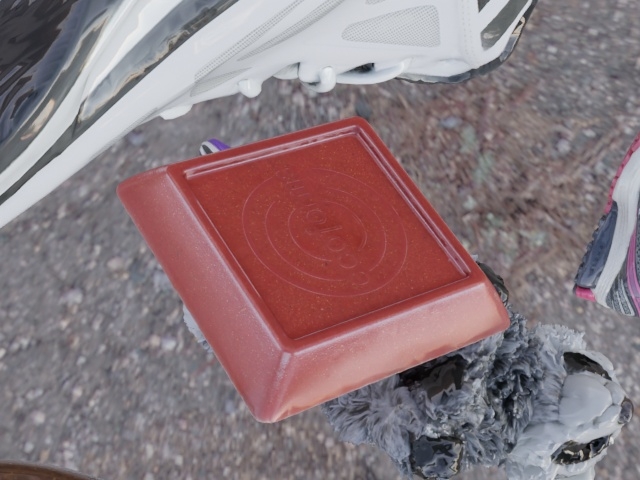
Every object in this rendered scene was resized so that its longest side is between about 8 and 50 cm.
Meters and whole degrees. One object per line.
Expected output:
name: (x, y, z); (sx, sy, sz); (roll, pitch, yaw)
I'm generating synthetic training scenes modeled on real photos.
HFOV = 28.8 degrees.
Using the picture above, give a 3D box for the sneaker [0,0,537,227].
sneaker: (-0.055, -0.083, 0.588); (0.447, 0.257, 0.169); (-35, 58, 20)

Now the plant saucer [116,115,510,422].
plant saucer: (0.000, 0.000, 1.041); (0.259, 0.258, 0.047); (-18, 148, -30)

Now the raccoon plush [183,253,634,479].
raccoon plush: (0.112, 0.117, 1.311); (0.299, 0.446, 0.216); (27, 90, -48)

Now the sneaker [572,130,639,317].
sneaker: (0.392, -0.043, 1.437); (0.112, 0.121, 0.299); (24, 129, 17)

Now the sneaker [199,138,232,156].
sneaker: (-0.067, -0.076, 1.499); (0.170, 0.068, 0.071); (29, 61, -1)

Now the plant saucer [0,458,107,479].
plant saucer: (-0.096, 0.128, 0.367); (0.199, 0.198, 0.036); (14, 122, -5)
